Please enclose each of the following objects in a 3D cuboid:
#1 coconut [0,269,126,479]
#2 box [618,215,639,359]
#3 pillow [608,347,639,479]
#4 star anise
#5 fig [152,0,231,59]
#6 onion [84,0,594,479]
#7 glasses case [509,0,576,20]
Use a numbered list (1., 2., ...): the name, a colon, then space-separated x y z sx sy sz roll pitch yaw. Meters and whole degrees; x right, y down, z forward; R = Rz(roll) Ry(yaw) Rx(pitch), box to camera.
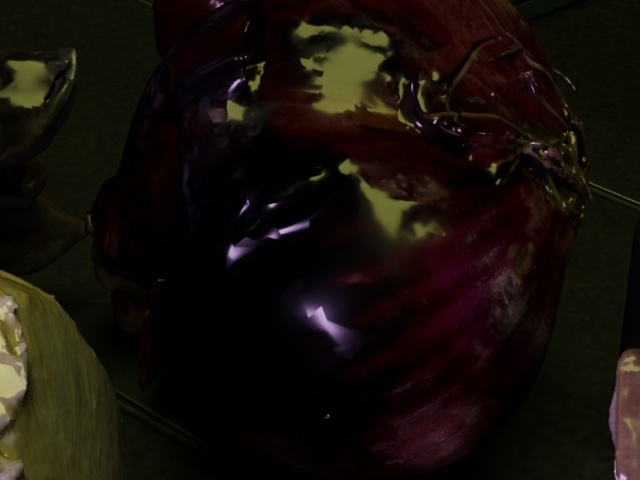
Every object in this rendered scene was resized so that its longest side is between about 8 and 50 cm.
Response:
1. coconut: -0.172 0.102 0.579 0.231 0.227 0.227 15 37 18
2. box: 0.244 0.022 0.786 0.201 0.144 0.090 -23 38 -30
3. pillow: 0.242 0.120 0.681 0.248 0.049 0.135 3 72 -5
4. star anise: -0.220 -0.015 0.779 0.212 0.283 0.129 -32 91 -47
5. fig: -0.024 -0.136 1.030 0.191 0.190 0.290 -7 -5 -13
6. onion: 0.019 -0.005 0.752 0.281 0.221 0.281 -19 43 19
7. glasses case: 0.115 -0.187 1.162 0.184 0.039 0.078 -24 43 -33
